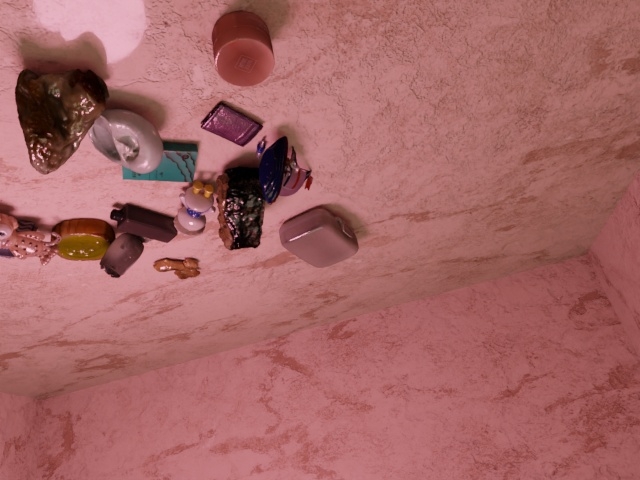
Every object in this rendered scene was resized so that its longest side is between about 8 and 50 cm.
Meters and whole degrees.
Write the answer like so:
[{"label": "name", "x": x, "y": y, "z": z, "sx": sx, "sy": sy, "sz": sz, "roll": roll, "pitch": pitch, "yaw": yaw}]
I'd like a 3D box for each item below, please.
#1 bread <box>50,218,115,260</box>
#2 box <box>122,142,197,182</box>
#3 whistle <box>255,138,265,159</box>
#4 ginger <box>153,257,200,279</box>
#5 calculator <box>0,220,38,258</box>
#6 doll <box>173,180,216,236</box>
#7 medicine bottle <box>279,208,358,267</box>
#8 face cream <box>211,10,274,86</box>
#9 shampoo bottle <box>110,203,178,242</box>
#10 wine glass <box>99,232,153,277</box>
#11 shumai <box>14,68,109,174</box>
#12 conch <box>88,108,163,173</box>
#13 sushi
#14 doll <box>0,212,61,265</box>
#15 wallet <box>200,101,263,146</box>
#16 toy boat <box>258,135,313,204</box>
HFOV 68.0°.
[{"label": "bread", "x": -0.900, "y": 0.002, "z": 1.807, "sx": 0.236, "sy": 0.070, "sz": 0.236, "roll": -9, "pitch": 150, "yaw": -5}, {"label": "box", "x": -0.520, "y": -0.252, "z": 1.530, "sx": 0.226, "sy": 0.042, "sz": 0.161, "roll": -1, "pitch": 150, "yaw": -21}, {"label": "whistle", "x": -0.199, "y": -0.303, "z": 1.575, "sx": 0.029, "sy": 0.033, "sz": 0.083, "roll": 3, "pitch": 147, "yaw": -20}, {"label": "ginger", "x": -0.647, "y": 0.132, "z": 2.152, "sx": 0.214, "sy": 0.059, "sz": 0.133, "roll": -2, "pitch": 145, "yaw": -22}, {"label": "calculator", "x": -1.160, "y": -0.006, "z": 1.733, "sx": 0.165, "sy": 0.028, "sz": 0.274, "roll": 15, "pitch": 141, "yaw": -42}, {"label": "doll", "x": -0.459, "y": -0.111, "z": 1.734, "sx": 0.138, "sy": 0.119, "sz": 0.293, "roll": 21, "pitch": 139, "yaw": -14}, {"label": "medicine bottle", "x": 0.000, "y": 0.000, "z": 2.105, "sx": 0.282, "sy": 0.123, "sz": 0.375, "roll": -25, "pitch": 148, "yaw": 19}, {"label": "face cream", "x": -0.194, "y": -0.478, "z": 1.189, "sx": 0.149, "sy": 0.104, "sz": 0.149, "roll": -9, "pitch": 151, "yaw": -5}, {"label": "shampoo bottle", "x": -0.659, "y": -0.065, "z": 1.772, "sx": 0.079, "sy": 0.080, "sz": 0.246, "roll": -34, "pitch": 145, "yaw": 31}, {"label": "wine glass", "x": -0.737, "y": 0.040, "z": 1.792, "sx": 0.111, "sy": 0.204, "sz": 0.111, "roll": 18, "pitch": 144, "yaw": 14}, {"label": "shumai", "x": -0.651, "y": -0.301, "z": 1.224, "sx": 0.203, "sy": 0.222, "sz": 0.272, "roll": -4, "pitch": 142, "yaw": -24}, {"label": "conch", "x": -0.557, "y": -0.289, "z": 1.359, "sx": 0.185, "sy": 0.121, "sz": 0.221, "roll": -30, "pitch": 124, "yaw": 14}, {"label": "sushi", "x": -0.289, "y": -0.115, "z": 1.709, "sx": 0.170, "sy": 0.211, "sz": 0.350, "roll": 0, "pitch": 144, "yaw": -12}, {"label": "doll", "x": -1.046, "y": -0.005, "z": 1.628, "sx": 0.278, "sy": 0.119, "sz": 0.154, "roll": 27, "pitch": 108, "yaw": -45}, {"label": "wallet", "x": -0.272, "y": -0.352, "z": 1.461, "sx": 0.111, "sy": 0.030, "sz": 0.166, "roll": -32, "pitch": 145, "yaw": 34}, {"label": "toy boat", "x": -0.122, "y": -0.209, "z": 1.625, "sx": 0.072, "sy": 0.219, "sz": 0.318, "roll": 19, "pitch": 165, "yaw": 24}]
